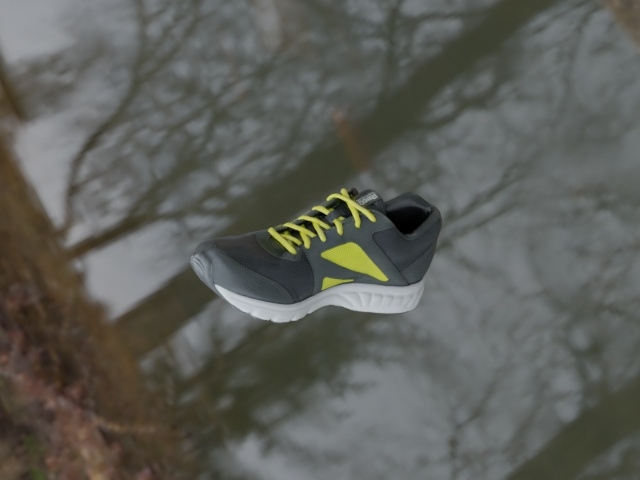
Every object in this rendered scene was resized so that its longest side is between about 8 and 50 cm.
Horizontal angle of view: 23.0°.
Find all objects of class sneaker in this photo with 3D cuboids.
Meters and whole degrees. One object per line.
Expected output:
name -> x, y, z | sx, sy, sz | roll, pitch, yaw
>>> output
sneaker -> 0.000, 0.000, 0.441 | 0.031, 0.083, 0.035 | 43, 121, 37
